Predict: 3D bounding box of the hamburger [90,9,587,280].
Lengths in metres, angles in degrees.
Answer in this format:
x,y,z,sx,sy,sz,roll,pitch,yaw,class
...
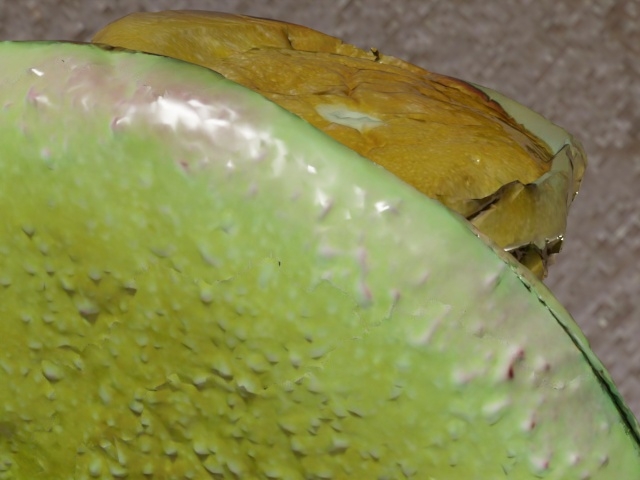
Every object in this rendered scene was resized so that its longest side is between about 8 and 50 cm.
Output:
x,y,z,sx,sy,sz,roll,pitch,yaw,class
0.000,0.000,0.632,0.185,0.177,0.113,2,108,-38,hamburger

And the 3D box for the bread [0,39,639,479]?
x,y,z,sx,sy,sz,roll,pitch,yaw,class
-0.041,0.085,0.533,0.045,0.301,0.301,-56,158,-47,bread
